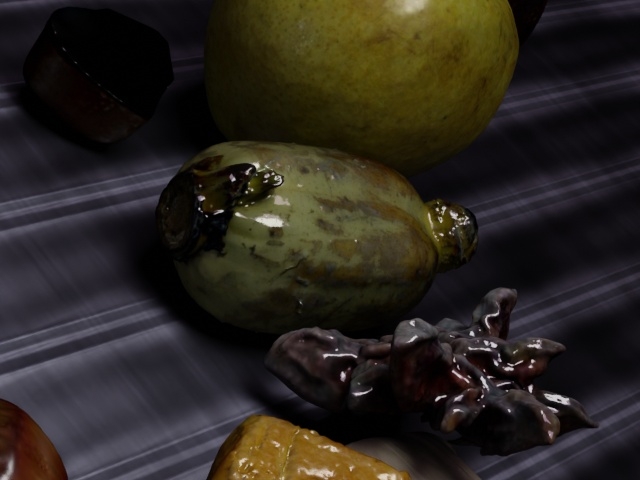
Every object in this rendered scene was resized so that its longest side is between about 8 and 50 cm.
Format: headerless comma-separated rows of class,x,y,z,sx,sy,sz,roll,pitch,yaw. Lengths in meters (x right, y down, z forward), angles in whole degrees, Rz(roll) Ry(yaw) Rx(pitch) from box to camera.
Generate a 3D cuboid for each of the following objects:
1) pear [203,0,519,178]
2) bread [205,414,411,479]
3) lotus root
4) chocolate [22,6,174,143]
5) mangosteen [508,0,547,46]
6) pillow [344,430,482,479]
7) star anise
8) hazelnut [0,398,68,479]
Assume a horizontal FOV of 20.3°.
pear,0.028,-0.190,1.711,0.304,0.304,0.304,23,35,-17
bread,-0.035,0.255,1.237,0.167,0.132,0.294,32,34,-3
lotus root,0.000,0.000,1.573,0.309,0.173,0.173,7,42,-31
chocolate,-0.202,-0.143,1.645,0.149,0.080,0.125,-7,63,-55
mangosteen,0.109,-0.317,1.950,0.311,0.311,0.311,23,35,-17
pillow,0.128,0.254,1.441,0.270,0.067,0.173,46,29,17
star anise,0.091,0.109,1.469,0.212,0.129,0.283,-4,6,-38
hazelnut,-0.237,0.181,1.132,0.178,0.178,0.204,10,10,-33
